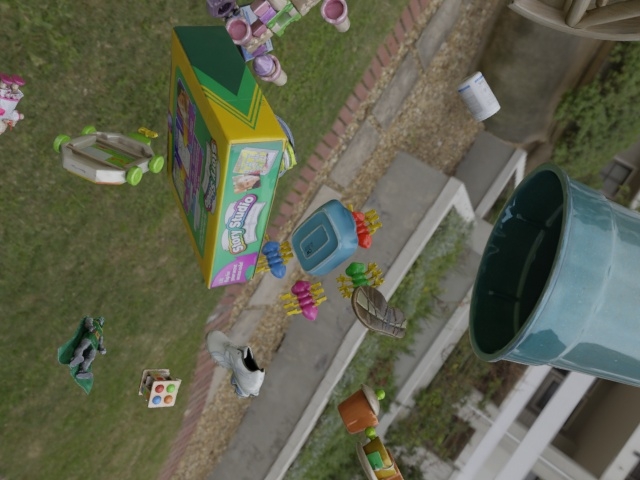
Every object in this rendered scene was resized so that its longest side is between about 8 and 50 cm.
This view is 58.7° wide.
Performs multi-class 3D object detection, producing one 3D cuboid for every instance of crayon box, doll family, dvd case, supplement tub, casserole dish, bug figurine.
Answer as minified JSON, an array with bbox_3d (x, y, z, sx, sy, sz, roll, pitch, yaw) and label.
[{"bbox_3d":[-0.190,-0.146,1.046,0.106,0.313,0.363,-12,145,-26],"label":"crayon box"},{"bbox_3d":[-0.738,-0.283,1.146,0.163,0.118,0.263,-55,168,21],"label":"doll family"},{"bbox_3d":[-0.250,-0.755,2.048,0.253,0.022,0.181,-54,133,-56],"label":"dvd case"},{"bbox_3d":[0.396,-0.362,1.433,0.071,0.107,0.071,-32,-168,8],"label":"supplement tub"},{"bbox_3d":[0.000,0.000,1.086,0.036,0.114,0.188,-14,163,-37],"label":"casserole dish"},{"bbox_3d":[0.006,0.048,1.177,0.278,0.216,0.072,-19,154,2],"label":"bug figurine"}]

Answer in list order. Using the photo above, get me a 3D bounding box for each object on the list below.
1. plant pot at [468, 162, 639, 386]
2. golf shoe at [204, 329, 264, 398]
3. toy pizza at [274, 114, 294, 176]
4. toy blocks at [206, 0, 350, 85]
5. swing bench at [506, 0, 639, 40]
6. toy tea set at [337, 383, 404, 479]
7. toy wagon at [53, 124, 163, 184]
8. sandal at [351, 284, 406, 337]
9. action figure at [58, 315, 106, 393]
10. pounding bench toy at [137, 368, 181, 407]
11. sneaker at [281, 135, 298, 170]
[{"bbox_3d":[0.470,0.086,0.941,0.341,0.333,0.342,19,90,-90],"label":"plant pot"},{"bbox_3d":[-0.170,0.236,1.174,0.069,0.176,0.086,-4,133,-52],"label":"golf shoe"},{"bbox_3d":[-0.173,-0.254,1.557,0.201,0.201,0.032,-56,-175,2],"label":"toy pizza"},{"bbox_3d":[-0.129,-0.592,1.406,0.288,0.309,0.260,-38,174,12],"label":"toy blocks"},{"bbox_3d":[0.353,-0.365,0.583,0.255,0.165,0.254,-119,-129,-84],"label":"swing bench"},{"bbox_3d":[0.153,0.415,1.025,0.124,0.336,0.200,-27,176,-3],"label":"toy tea set"},{"bbox_3d":[-0.616,-0.268,1.736,0.344,0.267,0.068,-53,164,-61],"label":"toy wagon"},{"bbox_3d":[0.104,0.140,1.074,0.180,0.049,0.072,35,62,-46],"label":"sandal"},{"bbox_3d":[-0.567,0.250,1.395,0.063,0.232,0.137,-17,115,-3],"label":"action figure"},{"bbox_3d":[-0.296,0.284,1.096,0.083,0.065,0.052,9,98,-39],"label":"pounding bench toy"},{"bbox_3d":[-0.193,-0.213,1.297,0.121,0.299,0.111,-34,128,-34],"label":"sneaker"}]
